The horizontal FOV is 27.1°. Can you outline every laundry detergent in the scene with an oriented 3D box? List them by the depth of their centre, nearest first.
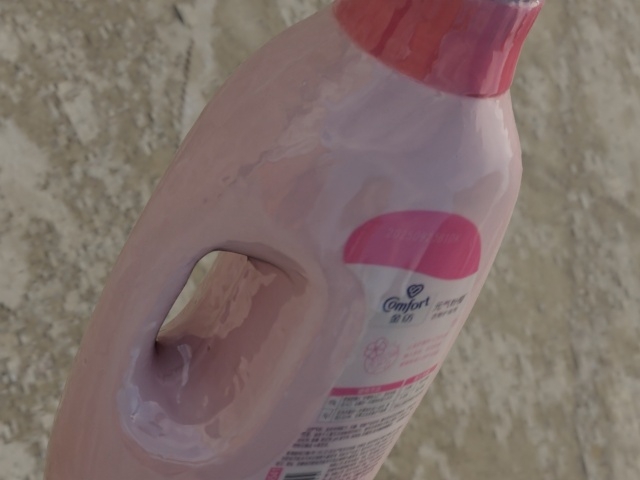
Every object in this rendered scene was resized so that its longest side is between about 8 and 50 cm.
[{"bbox_3d":[0.000,0.000,0.519,0.159,0.335,0.088,4,36,-32],"label":"laundry detergent"}]
